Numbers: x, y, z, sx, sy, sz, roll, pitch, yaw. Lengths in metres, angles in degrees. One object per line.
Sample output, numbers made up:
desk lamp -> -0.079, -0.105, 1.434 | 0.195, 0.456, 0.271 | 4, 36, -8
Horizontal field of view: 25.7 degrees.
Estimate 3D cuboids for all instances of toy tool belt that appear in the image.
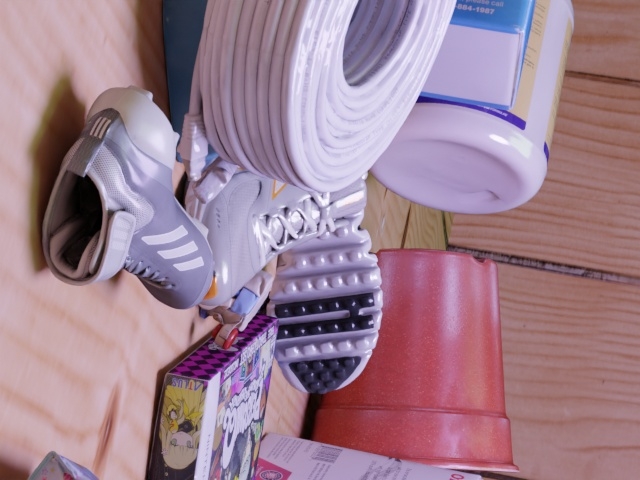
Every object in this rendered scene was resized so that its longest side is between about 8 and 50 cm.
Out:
toy tool belt -> -0.078, 0.049, 1.158 | 0.083, 0.051, 0.052 | -55, 171, -40

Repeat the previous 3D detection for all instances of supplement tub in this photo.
supplement tub -> 0.197, -0.227, 1.824 | 0.241, 0.241, 0.331 | 78, 24, -64

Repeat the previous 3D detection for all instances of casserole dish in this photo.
casserole dish -> -0.075, -0.139, 1.001 | 0.114, 0.037, 0.188 | -69, 164, -46

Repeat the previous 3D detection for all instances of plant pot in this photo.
plant pot -> 0.118, 0.154, 1.776 | 0.272, 0.273, 0.265 | 49, 43, -77

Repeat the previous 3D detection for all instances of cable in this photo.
cable -> 0.013, -0.160, 0.966 | 0.257, 0.089, 0.257 | -41, 149, -45

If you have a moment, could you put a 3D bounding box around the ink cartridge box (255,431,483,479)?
ink cartridge box -> 0.034, 0.285, 1.425 | 0.172, 0.237, 0.100 | -40, 139, -74

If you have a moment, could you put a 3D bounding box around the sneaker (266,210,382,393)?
sneaker -> 0.000, 0.000, 1.322 | 0.118, 0.110, 0.292 | -96, -176, -74

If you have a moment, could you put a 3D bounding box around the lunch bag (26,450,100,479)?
lunch bag -> -0.156, 0.166, 0.796 | 0.083, 0.053, 0.071 | -52, 165, -9

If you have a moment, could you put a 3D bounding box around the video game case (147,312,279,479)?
video game case -> -0.093, 0.184, 1.188 | 0.232, 0.042, 0.210 | -36, 136, -76

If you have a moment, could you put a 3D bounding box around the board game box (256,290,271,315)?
board game box -> -0.060, 0.094, 1.343 | 0.090, 0.020, 0.090 | 0, 99, -80

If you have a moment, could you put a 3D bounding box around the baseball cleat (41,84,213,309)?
baseball cleat -> -0.120, -0.001, 0.843 | 0.109, 0.072, 0.206 | -58, 155, -29

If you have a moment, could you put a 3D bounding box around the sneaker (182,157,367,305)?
sneaker -> -0.029, -0.032, 1.108 | 0.262, 0.121, 0.099 | -65, 161, -56

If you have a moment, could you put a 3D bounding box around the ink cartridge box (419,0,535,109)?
ink cartridge box -> 0.091, -0.289, 1.228 | 0.129, 0.223, 0.307 | 80, 22, -63
